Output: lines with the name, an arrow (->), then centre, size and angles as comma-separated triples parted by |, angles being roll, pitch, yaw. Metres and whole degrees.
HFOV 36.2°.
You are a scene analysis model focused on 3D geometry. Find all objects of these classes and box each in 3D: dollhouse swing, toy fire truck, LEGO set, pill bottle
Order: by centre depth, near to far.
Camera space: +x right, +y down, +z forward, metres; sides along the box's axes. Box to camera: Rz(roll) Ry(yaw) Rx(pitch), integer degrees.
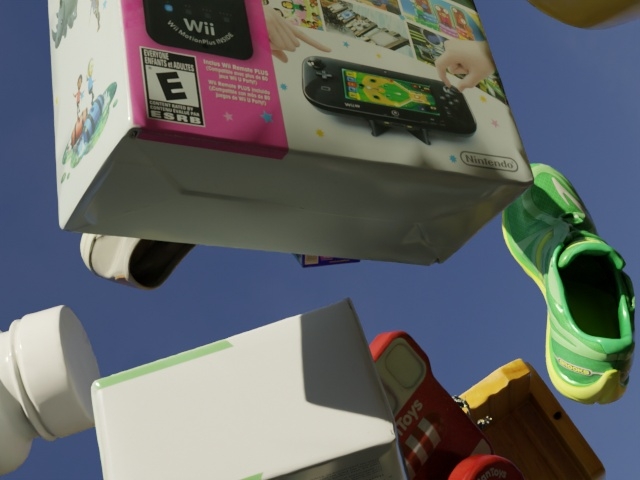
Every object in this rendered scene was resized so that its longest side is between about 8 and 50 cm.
pill bottle -> -0.300, 0.134, 0.787 | 0.229, 0.131, 0.131 | -17, -68, -2
toy fire truck -> 0.067, 0.286, 1.115 | 0.254, 0.169, 0.302 | 49, -115, -14
LEGO set -> 0.183, 0.216, 1.271 | 0.083, 0.054, 0.023 | 35, -124, -21
dollhouse swing -> 0.267, 0.388, 1.542 | 0.347, 0.305, 0.315 | -35, -96, -3

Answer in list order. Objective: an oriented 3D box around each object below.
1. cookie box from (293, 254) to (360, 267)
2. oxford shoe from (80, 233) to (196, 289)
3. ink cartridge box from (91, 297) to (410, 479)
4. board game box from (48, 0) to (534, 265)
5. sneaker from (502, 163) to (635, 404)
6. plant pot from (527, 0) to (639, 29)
cookie box -> 0.000, 0.000, 1.456 | 0.092, 0.107, 0.040 | -5, -68, -18
oxford shoe -> -0.176, -0.113, 1.389 | 0.449, 0.130, 0.169 | -57, -30, 9
ink cartridge box -> -0.028, 0.139, 0.601 | 0.154, 0.093, 0.212 | -19, -32, 0
board game box -> -0.032, -0.146, 0.553 | 0.224, 0.097, 0.303 | 6, -123, -30
sneaker -> 0.273, 0.024, 1.029 | 0.109, 0.295, 0.123 | -2, -38, -11
plant pot -> 0.216, -0.247, 0.563 | 0.254, 0.239, 0.254 | 13, -115, -30
